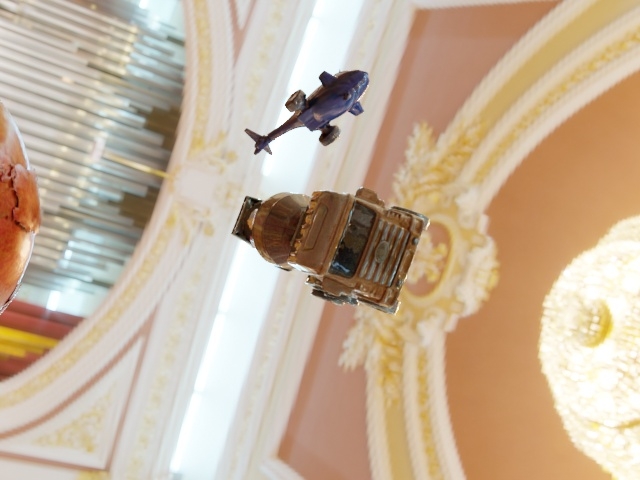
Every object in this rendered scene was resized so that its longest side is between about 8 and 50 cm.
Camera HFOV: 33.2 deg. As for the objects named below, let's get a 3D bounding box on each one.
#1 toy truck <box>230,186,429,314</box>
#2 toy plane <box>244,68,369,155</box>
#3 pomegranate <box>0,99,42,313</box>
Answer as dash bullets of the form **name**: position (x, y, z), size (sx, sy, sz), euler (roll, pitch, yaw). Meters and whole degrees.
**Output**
- **toy truck**: position (0.000, 0.000, 1.102), size (0.108, 0.140, 0.256), euler (-69, -164, -4)
- **toy plane**: position (-0.012, -0.113, 0.954), size (0.167, 0.054, 0.062), euler (-28, -154, 45)
- **pomegranate**: position (-0.280, -0.034, 0.656), size (0.210, 0.210, 0.235), euler (6, -65, 62)
